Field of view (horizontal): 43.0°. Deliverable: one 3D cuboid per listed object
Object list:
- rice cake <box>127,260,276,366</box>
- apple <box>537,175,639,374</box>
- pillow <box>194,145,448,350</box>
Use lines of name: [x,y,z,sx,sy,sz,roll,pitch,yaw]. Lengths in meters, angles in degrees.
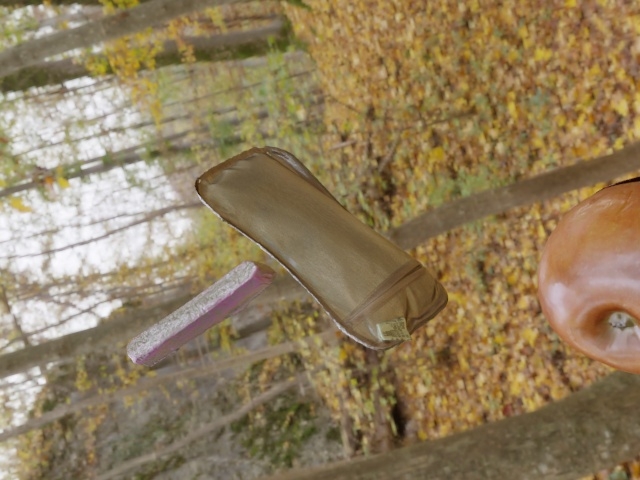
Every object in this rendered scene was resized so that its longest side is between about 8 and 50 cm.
rice cake: [-0.140,0.084,0.951,0.036,0.207,0.047,62,-164,20]
apple: [0.409,0.052,1.027,0.206,0.272,0.251,-39,-55,-40]
pillow: [0.000,0.000,0.691,0.233,0.131,0.038,39,131,15]
